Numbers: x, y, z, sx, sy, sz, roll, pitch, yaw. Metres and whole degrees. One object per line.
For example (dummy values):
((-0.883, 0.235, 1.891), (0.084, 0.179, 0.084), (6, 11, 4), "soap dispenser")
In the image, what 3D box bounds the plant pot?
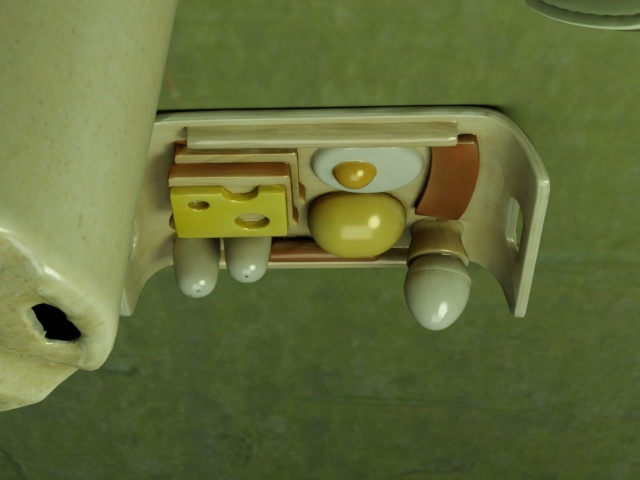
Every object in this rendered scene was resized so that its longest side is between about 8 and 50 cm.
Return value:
((-0.206, -0.089, 1.003), (0.334, 0.305, 0.334), (-1, 153, 0), "plant pot")

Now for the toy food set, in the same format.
((0.000, 0.000, 1.418), (0.306, 0.092, 0.219), (-1, 154, 0), "toy food set")

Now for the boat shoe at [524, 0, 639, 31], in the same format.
((0.219, -0.156, 1.112), (0.228, 0.081, 0.069), (-4, 171, 38), "boat shoe")
